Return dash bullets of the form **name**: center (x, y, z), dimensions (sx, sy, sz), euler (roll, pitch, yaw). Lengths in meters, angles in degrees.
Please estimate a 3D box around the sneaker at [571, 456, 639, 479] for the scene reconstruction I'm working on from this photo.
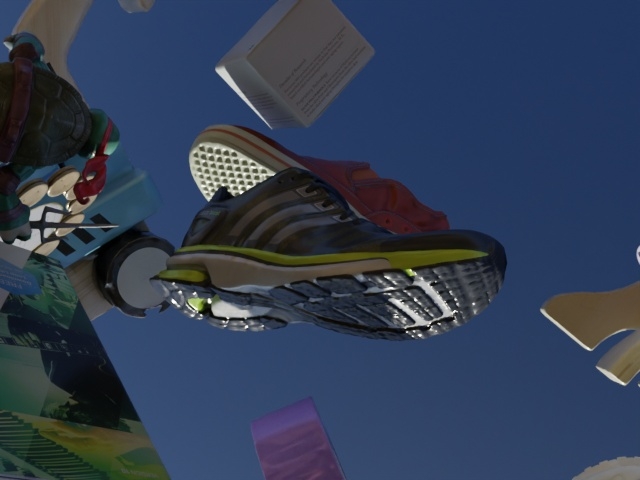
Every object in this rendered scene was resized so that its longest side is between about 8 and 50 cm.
- **sneaker**: center (0.393, 0.307, 1.044), dimensions (0.235, 0.095, 0.090), euler (-8, -78, 14)

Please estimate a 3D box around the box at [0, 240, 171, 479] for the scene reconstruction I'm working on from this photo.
- **box**: center (-0.255, 0.080, 0.631), dimensions (0.058, 0.232, 0.322), euler (-58, -139, 13)

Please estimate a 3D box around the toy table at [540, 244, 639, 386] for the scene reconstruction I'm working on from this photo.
- **toy table**: center (0.387, 0.096, 0.986), dimensions (0.252, 0.274, 0.161), euler (40, -90, 16)

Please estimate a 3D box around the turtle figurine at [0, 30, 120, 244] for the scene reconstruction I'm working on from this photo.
- **turtle figurine**: center (-0.246, -0.098, 0.706), dimensions (0.118, 0.234, 0.175), euler (-22, -123, 53)

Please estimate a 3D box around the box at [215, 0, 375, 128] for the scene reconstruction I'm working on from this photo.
- **box**: center (-0.026, -0.169, 0.852), dimensions (0.102, 0.087, 0.101), euler (-50, -160, -11)

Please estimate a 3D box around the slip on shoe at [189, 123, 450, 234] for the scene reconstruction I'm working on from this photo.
- **slip on shoe**: center (0.011, -0.038, 0.928), dimensions (0.123, 0.331, 0.101), euler (-28, -133, 45)

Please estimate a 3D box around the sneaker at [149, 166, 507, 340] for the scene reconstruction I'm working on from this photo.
- **sneaker**: center (0.000, 0.000, 0.696), dimensions (0.300, 0.111, 0.121), euler (1, -117, 33)

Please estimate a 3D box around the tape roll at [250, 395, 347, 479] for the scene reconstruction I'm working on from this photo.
- **tape roll**: center (0.001, 0.345, 1.178), dimensions (0.090, 0.275, 0.274), euler (-22, -115, -4)

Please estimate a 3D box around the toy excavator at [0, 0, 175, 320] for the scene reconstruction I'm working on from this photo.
- **toy excavator**: center (-0.330, -0.116, 1.140), dimensions (0.433, 0.445, 0.222), euler (-35, -152, -22)

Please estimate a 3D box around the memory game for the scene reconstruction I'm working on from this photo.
- **memory game**: center (-0.295, -0.007, 0.893), dimensions (0.186, 0.186, 0.012), euler (-43, -98, 11)
